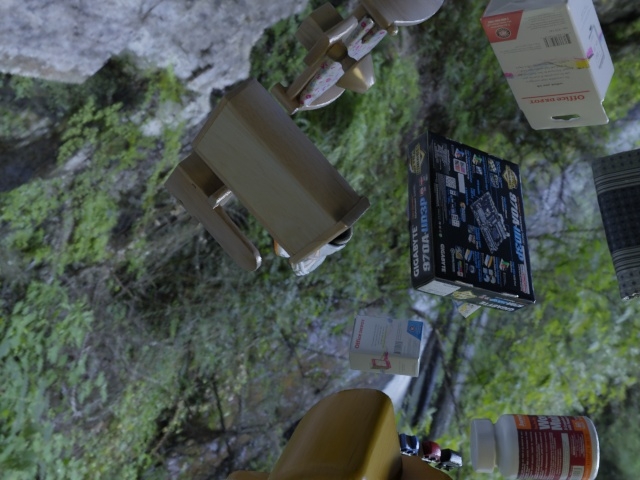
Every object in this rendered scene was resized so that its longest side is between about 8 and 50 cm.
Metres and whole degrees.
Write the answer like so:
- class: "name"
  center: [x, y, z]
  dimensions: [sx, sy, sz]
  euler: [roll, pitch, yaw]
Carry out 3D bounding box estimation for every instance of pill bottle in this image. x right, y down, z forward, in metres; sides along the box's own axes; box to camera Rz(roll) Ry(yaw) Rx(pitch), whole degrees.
- class: "pill bottle"
  center: [0.405, 0.395, 1.305]
  dimensions: [0.121, 0.221, 0.121]
  euler: [1, 90, -85]

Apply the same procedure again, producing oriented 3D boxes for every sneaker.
- class: "sneaker"
  center: [0.000, 0.000, 1.158]
  dimensions: [0.262, 0.121, 0.099]
  euler: [42, 42, -77]

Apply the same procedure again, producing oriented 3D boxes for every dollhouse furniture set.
- class: "dollhouse furniture set"
  center: [0.037, -0.149, 0.795]
  dimensions: [0.174, 0.303, 0.355]
  euler: [49, 54, -4]

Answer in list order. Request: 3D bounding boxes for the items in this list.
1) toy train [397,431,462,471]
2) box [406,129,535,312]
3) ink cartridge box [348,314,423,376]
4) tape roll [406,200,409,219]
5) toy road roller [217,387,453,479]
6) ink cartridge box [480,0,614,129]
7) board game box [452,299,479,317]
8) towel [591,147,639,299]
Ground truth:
- class: "toy train"
  center: [0.142, 0.282, 0.904]
  dimensions: [0.158, 0.036, 0.027]
  euler: [29, 46, -41]
- class: "box"
  center: [0.204, -0.026, 0.933]
  dimensions: [0.175, 0.051, 0.220]
  euler: [14, 63, -27]
- class: "ink cartridge box"
  center: [0.116, 0.185, 1.199]
  dimensions: [0.088, 0.122, 0.052]
  euler: [-73, 164, -47]
- class: "tape roll"
  center: [0.290, -0.081, 1.506]
  dimensions: [0.080, 0.189, 0.189]
  euler: [100, -25, -52]
- class: "toy road roller"
  center: [-0.020, 0.278, 0.675]
  dimensions: [0.202, 0.329, 0.240]
  euler: [-48, 132, -63]
- class: "ink cartridge box"
  center: [0.304, -0.238, 0.888]
  dimensions: [0.198, 0.115, 0.067]
  euler: [51, 57, -37]
- class: "board game box"
  center: [0.251, 0.046, 1.128]
  dimensions: [0.026, 0.103, 0.154]
  euler: [44, 16, -27]
- class: "towel"
  center: [0.717, -0.050, 1.314]
  dimensions: [0.056, 0.324, 0.312]
  euler: [51, 32, -61]
